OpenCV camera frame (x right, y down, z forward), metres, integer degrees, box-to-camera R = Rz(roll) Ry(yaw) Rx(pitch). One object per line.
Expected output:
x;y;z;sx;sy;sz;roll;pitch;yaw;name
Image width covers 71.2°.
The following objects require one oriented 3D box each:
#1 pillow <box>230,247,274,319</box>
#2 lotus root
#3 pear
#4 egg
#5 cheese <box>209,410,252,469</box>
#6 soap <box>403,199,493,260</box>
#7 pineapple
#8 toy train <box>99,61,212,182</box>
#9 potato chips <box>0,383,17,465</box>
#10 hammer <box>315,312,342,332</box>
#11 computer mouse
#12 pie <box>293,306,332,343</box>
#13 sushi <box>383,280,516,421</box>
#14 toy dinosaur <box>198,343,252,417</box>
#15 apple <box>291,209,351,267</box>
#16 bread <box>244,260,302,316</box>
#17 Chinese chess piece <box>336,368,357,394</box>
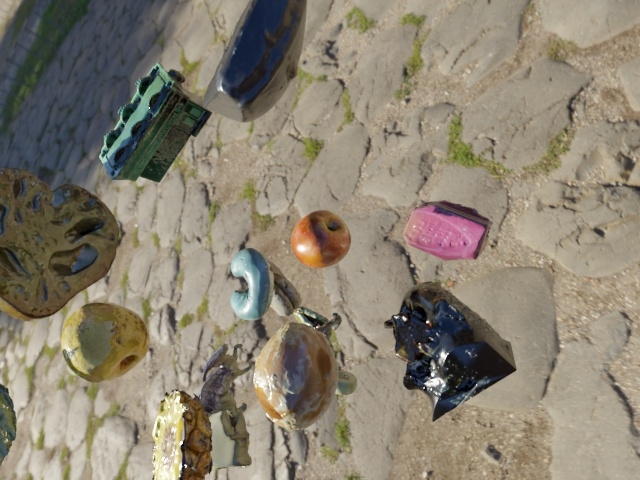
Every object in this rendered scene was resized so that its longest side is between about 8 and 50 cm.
-0.229;0.139;1.434;0.214;0.086;0.234;5;97;45;pillow
-0.716;0.013;1.125;0.111;0.390;0.375;-18;75;41;lotus root
-0.465;0.212;0.964;0.178;0.178;0.178;-18;63;38;pear
-0.054;0.301;1.000;0.194;0.194;0.234;12;104;45;egg
-0.308;0.649;1.473;0.175;0.091;0.203;-14;76;33;cheese
0.488;-0.044;1.752;0.324;0.127;0.220;28;118;30;soap
-0.245;0.372;0.799;0.224;0.076;0.225;-26;59;54;pineapple
-0.429;-0.286;1.173;0.330;0.178;0.138;-51;57;15;toy train
-0.695;0.385;0.947;0.028;0.091;0.208;4;110;63;potato chips
-0.060;0.330;1.515;0.297;0.125;0.027;-28;60;-4;hammer
-0.087;-0.246;0.626;0.170;0.100;0.269;-66;22;4;computer mouse
-0.046;0.432;2.287;0.257;0.275;0.105;34;65;23;pie
0.250;0.197;0.948;0.215;0.212;0.227;-44;7;27;sushi
-0.259;0.378;1.170;0.077;0.162;0.295;22;113;34;toy dinosaur
0.000;0.000;1.209;0.139;0.163;0.164;-54;43;38;apple
-0.200;0.132;1.616;0.102;0.183;0.337;-37;40;-19;bread
0.081;0.580;1.841;0.144;0.144;0.059;13;97;46;Chinese chess piece
